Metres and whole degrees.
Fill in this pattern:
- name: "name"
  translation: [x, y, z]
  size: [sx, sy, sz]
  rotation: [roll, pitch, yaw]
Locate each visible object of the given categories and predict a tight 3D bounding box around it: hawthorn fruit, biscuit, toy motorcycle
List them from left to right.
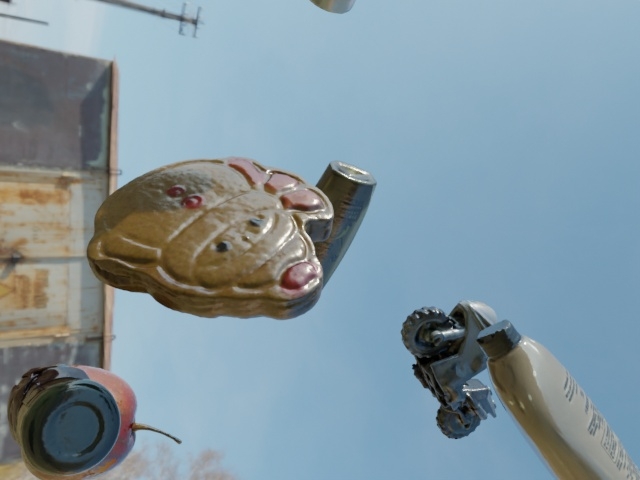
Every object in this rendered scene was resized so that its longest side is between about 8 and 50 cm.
- name: "hawthorn fruit"
  translation: [-0.488, 0.377, 1.161]
  size: [0.231, 0.263, 0.235]
  rotation: [-45, -131, 9]
- name: "biscuit"
  translation: [-0.149, -0.014, 0.862]
  size: [0.381, 0.359, 0.074]
  rotation: [28, -42, 29]
- name: "toy motorcycle"
  translation: [0.230, 0.201, 0.915]
  size: [0.271, 0.159, 0.106]
  rotation: [64, -8, -26]

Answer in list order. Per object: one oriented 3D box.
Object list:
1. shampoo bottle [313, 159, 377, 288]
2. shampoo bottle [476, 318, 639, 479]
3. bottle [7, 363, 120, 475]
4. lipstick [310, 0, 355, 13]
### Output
- name: "shampoo bottle"
  translation: [0.000, 0.000, 1.221]
  size: [0.084, 0.125, 0.350]
  rotation: [-103, -145, -57]
- name: "shampoo bottle"
  translation: [0.257, 0.196, 0.598]
  size: [0.078, 0.127, 0.257]
  rotation: [-35, -91, 30]
- name: "bottle"
  translation: [-0.412, 0.276, 0.890]
  size: [0.271, 0.143, 0.156]
  rotation: [-8, -87, 54]
- name: "lipstick"
  translation: [0.054, -0.307, 0.448]
  size: [0.264, 0.059, 0.059]
  rotation: [-56, -133, 51]
